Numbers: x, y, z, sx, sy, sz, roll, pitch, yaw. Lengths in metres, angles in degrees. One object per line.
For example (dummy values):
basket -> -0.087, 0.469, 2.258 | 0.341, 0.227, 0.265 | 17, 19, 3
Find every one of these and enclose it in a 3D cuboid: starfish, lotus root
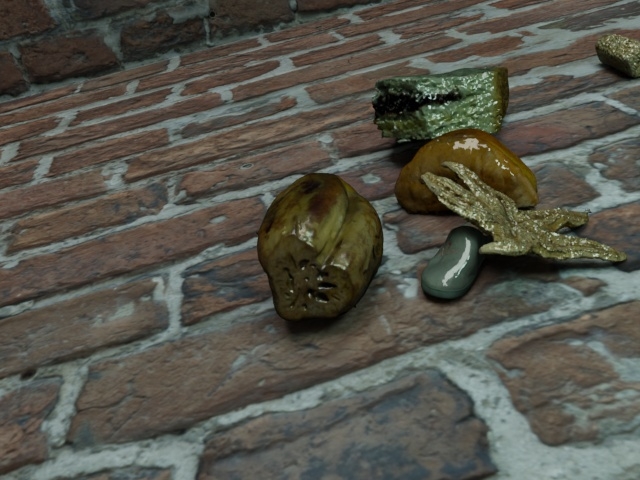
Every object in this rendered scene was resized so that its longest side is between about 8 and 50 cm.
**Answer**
starfish -> 0.300, -0.028, 0.909 | 0.303, 0.060, 0.299 | 13, 27, -8
lotus root -> 0.008, -0.004, 0.937 | 0.193, 0.193, 0.291 | -6, 29, 12

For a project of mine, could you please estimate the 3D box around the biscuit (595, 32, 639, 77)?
biscuit -> 0.732, -0.445, 1.450 | 0.070, 0.082, 0.168 | -37, 31, 10

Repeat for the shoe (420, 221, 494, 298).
shoe -> 0.215, 0.009, 0.928 | 0.079, 0.078, 0.195 | 14, 37, 35

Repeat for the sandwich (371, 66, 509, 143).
sandwich -> 0.250, -0.290, 1.261 | 0.262, 0.131, 0.325 | 0, 18, 21

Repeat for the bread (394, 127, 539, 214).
bread -> 0.257, -0.131, 1.078 | 0.260, 0.134, 0.129 | 3, 34, 24
